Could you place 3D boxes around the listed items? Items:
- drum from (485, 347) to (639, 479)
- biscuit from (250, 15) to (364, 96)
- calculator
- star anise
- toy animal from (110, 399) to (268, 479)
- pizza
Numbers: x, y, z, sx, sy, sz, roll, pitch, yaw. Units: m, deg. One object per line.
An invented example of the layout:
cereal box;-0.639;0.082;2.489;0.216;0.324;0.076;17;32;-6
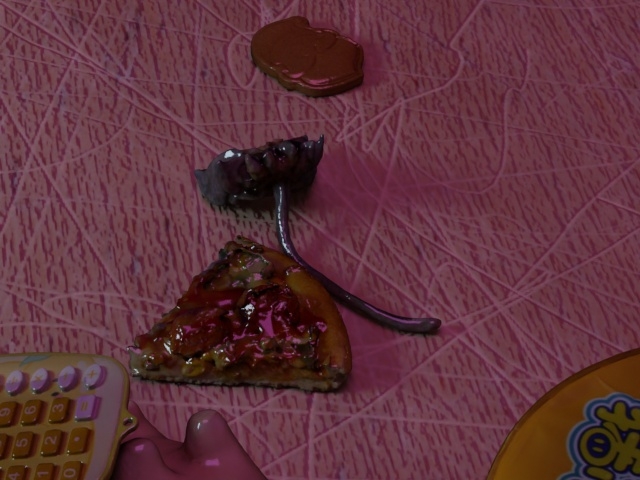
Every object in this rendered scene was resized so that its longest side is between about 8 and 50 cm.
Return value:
drum;0.303;0.280;1.320;0.431;0.214;0.431;1;43;-1
biscuit;-0.012;-0.193;1.957;0.130;0.019;0.102;32;52;27
calculator;-0.237;0.142;1.303;0.236;0.033;0.157;-7;40;13
star anise;0.000;0.000;1.752;0.148;0.218;0.227;-7;79;-54
toy animal;-0.093;0.256;1.334;0.237;0.269;0.326;-24;17;-27
pizza;-0.074;0.075;1.639;0.193;0.053;0.201;-26;50;-28
